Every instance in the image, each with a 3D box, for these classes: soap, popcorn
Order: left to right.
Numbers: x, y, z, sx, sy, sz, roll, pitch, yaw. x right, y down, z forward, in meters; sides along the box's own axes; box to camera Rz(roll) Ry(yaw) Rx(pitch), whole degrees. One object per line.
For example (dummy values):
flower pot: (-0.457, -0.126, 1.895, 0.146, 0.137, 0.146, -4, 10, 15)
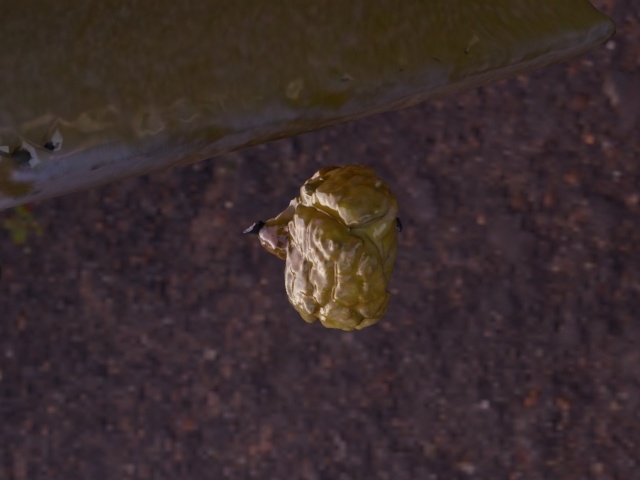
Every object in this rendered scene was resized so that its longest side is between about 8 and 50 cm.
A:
soap: (-0.073, -0.138, 0.780, 0.293, 0.335, 0.156, 24, 124, 49)
popcorn: (0.000, 0.000, 0.844, 0.084, 0.084, 0.084, -7, 81, 48)

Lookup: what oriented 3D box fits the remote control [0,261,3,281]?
remote control: (-0.161, 0.069, 0.652, 0.027, 0.050, 0.184, -42, 32, 46)
